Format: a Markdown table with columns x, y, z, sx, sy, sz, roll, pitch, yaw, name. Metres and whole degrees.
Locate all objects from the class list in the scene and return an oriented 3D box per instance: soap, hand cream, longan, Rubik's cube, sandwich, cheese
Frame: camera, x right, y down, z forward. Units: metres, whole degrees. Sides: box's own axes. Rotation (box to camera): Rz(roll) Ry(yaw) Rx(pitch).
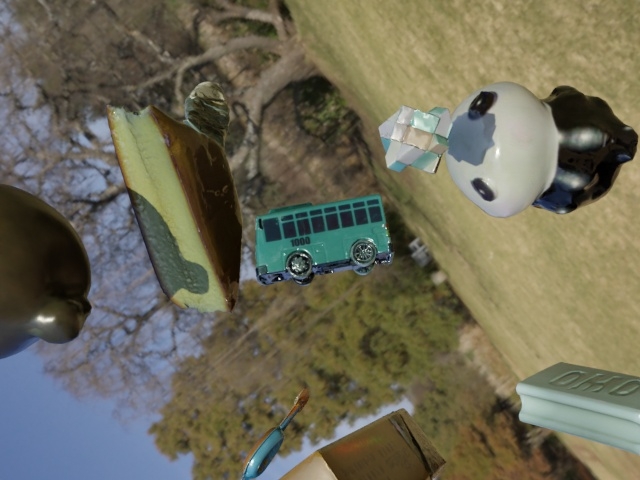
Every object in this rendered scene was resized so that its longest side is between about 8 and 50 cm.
| x | y | z | sx | sy | sz | roll | pitch | yaw | name |
| --- | --- | --- | --- | --- | --- | --- | --- | --- | --- |
| 0.528 | 0.310 | 1.416 | 0.265 | 0.159 | 0.088 | 4 | 106 | 54 | soap |
| -0.179 | -0.193 | 1.163 | 0.075 | 0.052 | 0.248 | 27 | -157 | -19 | hand cream |
| -0.292 | 0.033 | 0.679 | 0.204 | 0.159 | 0.185 | 27 | -162 | 25 | longan |
| 0.106 | -0.113 | 0.840 | 0.073 | 0.084 | 0.075 | -28 | -59 | -81 | Rubik's cube |
| -0.153 | -0.042 | 0.830 | 0.096 | 0.094 | 0.258 | -63 | -34 | -57 | sandwich |
| -0.043 | 0.191 | 0.731 | 0.017 | 0.111 | 0.047 | 31 | 153 | 18 | cheese |

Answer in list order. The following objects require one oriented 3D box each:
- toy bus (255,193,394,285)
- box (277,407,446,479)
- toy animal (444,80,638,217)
| x | y | z | sx | sy | sz | roll | pitch | yaw | name |
| --- | --- | --- | --- | --- | --- | --- | --- | --- | --- |
| 0.000 | 0.000 | 0.878 | 0.079 | 0.160 | 0.092 | 75 | -176 | -77 | toy bus |
| 0.005 | 0.363 | 1.004 | 0.116 | 0.264 | 0.415 | 52 | -169 | 17 | box |
| 0.318 | -0.139 | 1.168 | 0.212 | 0.266 | 0.213 | -179 | 90 | -76 | toy animal |
